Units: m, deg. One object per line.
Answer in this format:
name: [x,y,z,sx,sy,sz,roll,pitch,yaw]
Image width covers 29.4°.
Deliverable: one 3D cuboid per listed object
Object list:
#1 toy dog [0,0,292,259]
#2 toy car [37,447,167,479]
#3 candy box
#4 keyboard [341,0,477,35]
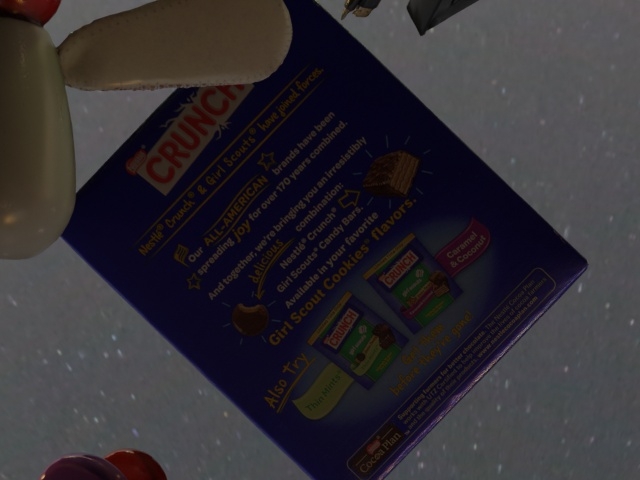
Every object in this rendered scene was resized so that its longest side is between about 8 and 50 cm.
toy dog: [-0.109,-0.153,0.579,0.220,0.161,0.333,28,-94,23]
toy car: [-0.139,0.204,0.794,0.159,0.182,0.136,-18,-100,29]
candy box: [0.000,0.000,0.960,0.317,0.122,0.268,45,-89,-1]
keyboard: [0.102,-0.205,0.588,0.201,0.317,0.033,-34,-104,-27]
